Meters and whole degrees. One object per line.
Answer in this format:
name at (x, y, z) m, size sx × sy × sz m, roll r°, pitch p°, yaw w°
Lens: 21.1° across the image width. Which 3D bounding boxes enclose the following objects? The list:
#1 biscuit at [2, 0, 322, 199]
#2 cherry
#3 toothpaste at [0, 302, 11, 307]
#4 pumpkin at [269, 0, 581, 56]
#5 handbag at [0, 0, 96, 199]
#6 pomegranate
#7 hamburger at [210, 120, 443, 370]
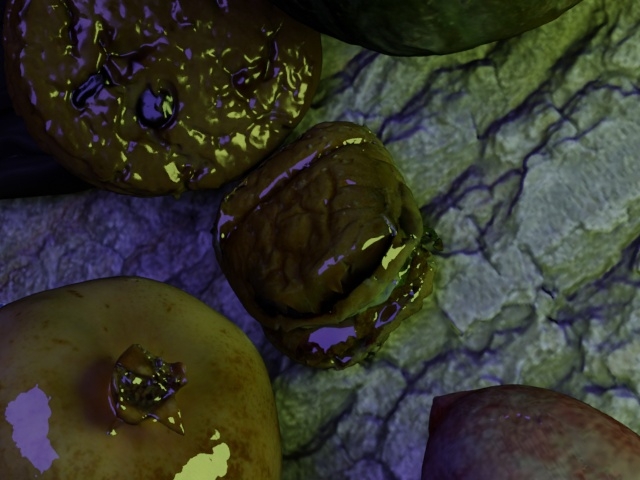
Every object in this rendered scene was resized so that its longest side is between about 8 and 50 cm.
biscuit at (-0.140, -0.176, 1.544) m, size 0.296 × 0.075 × 0.296 m, roll 0°, pitch 90°, yaw -10°
cherry at (0.169, 0.209, 1.337) m, size 0.250 × 0.175 × 0.192 m, roll 49°, pitch 112°, yaw 26°
toothpaste at (-0.321, 0.164, 1.658) m, size 0.052 × 0.033 × 0.218 m, roll -1°, pitch 73°, yaw 19°
pumpkin at (0.106, -0.364, 1.428) m, size 0.454 × 0.344 × 0.454 m, roll -9°, pitch 65°, yaw 19°
handbag at (-0.318, -0.178, 1.712) m, size 0.257 × 0.113 × 0.285 m, roll -10°, pitch 72°, yaw 29°
pomegranate at (-0.169, 0.168, 1.425) m, size 0.319 × 0.319 × 0.319 m, roll -7°, pitch 73°, yaw 23°
hamburger at (0.000, 0.000, 1.500) m, size 0.183 × 0.130 × 0.206 m, roll -37°, pitch 61°, yaw 9°
